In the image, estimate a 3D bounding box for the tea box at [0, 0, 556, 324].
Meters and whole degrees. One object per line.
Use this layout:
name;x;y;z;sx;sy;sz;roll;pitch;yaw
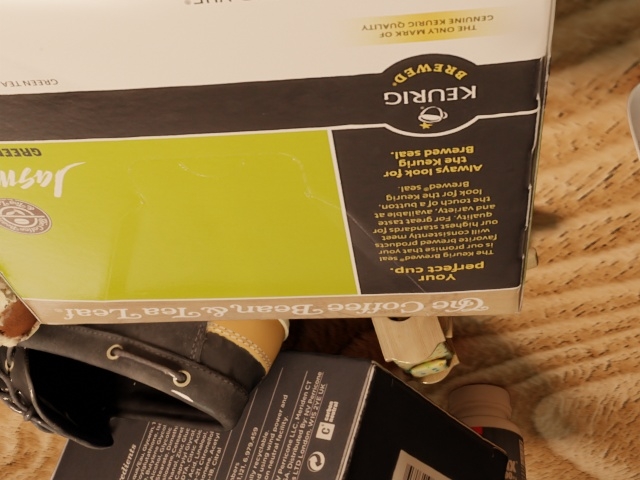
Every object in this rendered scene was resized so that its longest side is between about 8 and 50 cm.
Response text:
tea box;-0.047;-0.116;0.550;0.329;0.219;0.323;-2;147;6

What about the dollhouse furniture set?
dollhouse furniture set;0.144;0.073;0.929;0.161;0.101;0.182;-21;157;9

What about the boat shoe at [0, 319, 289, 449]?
boat shoe;-0.261;0.126;0.975;0.500;0.155;0.187;-6;145;31

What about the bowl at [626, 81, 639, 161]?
bowl;0.310;-0.075;0.689;0.142;0.142;0.053;-23;172;32

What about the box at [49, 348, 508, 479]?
box;-0.047;0.262;1.052;0.396;0.211;0.293;1;153;39

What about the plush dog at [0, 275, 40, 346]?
plush dog;-0.404;0.008;0.847;0.263;0.210;0.225;-28;130;-4

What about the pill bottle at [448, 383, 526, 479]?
pill bottle;0.204;0.280;1.193;0.108;0.180;0.108;1;147;1
